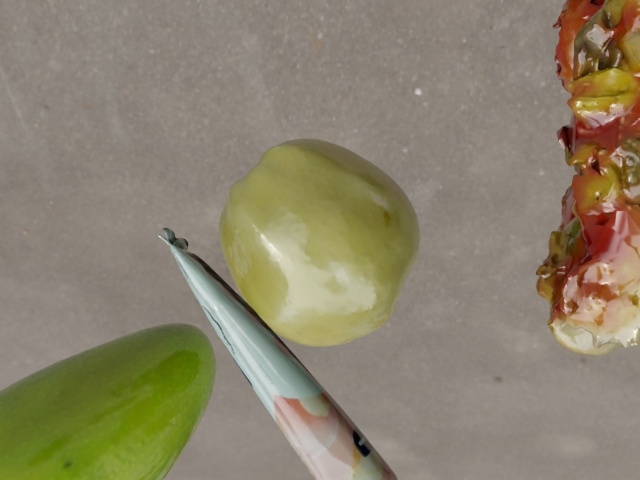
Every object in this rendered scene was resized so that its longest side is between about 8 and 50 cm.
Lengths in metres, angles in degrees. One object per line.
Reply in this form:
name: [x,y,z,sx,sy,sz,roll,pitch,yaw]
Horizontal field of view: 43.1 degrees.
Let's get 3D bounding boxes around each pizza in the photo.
pizza: [0.226,-0.175,0.540,0.130,0.440,0.406,14,128,18]

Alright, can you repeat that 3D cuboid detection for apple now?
apple: [0.000,0.000,0.770,0.200,0.200,0.200,8,149,5]

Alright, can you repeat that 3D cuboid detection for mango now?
mango: [-0.234,0.193,0.761,0.192,0.343,0.156,10,129,46]

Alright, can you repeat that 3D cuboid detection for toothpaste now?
toothpaste: [-0.021,0.078,0.442,0.205,0.036,0.056,51,175,7]
